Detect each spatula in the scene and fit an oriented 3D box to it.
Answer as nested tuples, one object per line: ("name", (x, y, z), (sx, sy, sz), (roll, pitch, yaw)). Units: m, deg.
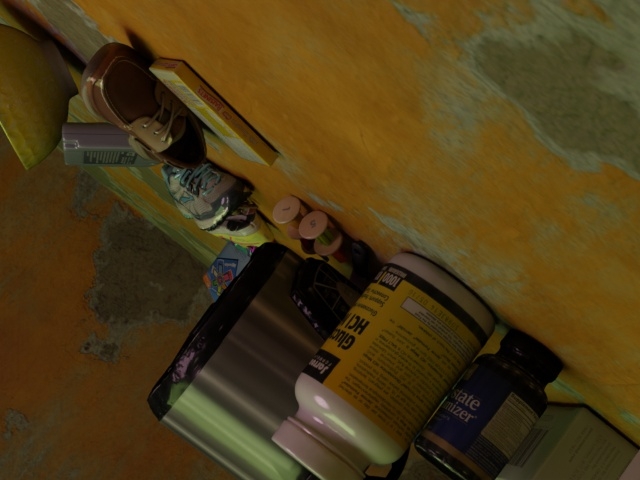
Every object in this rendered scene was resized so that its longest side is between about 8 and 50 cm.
("spatula", (0.076, 0.056, 1.987), (0.084, 0.030, 0.296), (35, 169, 15))

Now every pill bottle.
("pill bottle", (0.242, 0.239, 1.656), (0.123, 0.219, 0.123), (37, 170, 8))
("pill bottle", (0.085, 0.197, 1.691), (0.188, 0.334, 0.188), (37, 169, 8))

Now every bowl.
("bowl", (-0.546, -0.292, 2.179), (0.289, 0.156, 0.289), (59, 170, 18))

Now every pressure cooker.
("pressure cooker", (-0.029, 0.251, 1.955), (0.420, 0.370, 0.375), (38, 161, -2))

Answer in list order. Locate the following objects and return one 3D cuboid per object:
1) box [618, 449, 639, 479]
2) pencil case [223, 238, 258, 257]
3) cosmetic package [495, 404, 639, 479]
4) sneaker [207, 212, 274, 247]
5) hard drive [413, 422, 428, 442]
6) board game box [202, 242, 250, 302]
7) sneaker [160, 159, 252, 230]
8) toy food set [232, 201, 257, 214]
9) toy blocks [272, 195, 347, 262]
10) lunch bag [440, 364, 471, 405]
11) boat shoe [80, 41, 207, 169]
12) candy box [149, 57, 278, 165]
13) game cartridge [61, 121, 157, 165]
("box", (0.542, 0.405, 1.482), (0.345, 0.168, 0.215), (45, 168, -35))
("pencil case", (-0.168, -0.014, 2.456), (0.152, 0.064, 0.070), (32, -176, 32))
("cosmetic package", (0.511, 0.460, 1.869), (0.453, 0.161, 0.230), (39, 170, -3))
("sneaker", (-0.162, -0.022, 2.352), (0.094, 0.081, 0.208), (41, 170, -28))
("hard drive", (0.043, 0.279, 2.250), (0.210, 0.040, 0.318), (-21, 116, 38))
("board game box", (-0.172, 0.091, 2.499), (0.027, 0.145, 0.281), (31, -168, -30))
("sneaker", (-0.228, -0.099, 2.164), (0.122, 0.110, 0.283), (54, 161, -21))
("toy food set", (-0.162, -0.062, 2.245), (0.078, 0.019, 0.122), (-1, -171, -18))
("toy blocks", (0.000, 0.000, 1.930), (0.123, 0.054, 0.148), (30, 167, 42))
("lunch bag", (0.184, 0.220, 2.186), (0.219, 0.090, 0.176), (28, 161, 44))
("boat shoe", (-0.257, -0.200, 1.802), (0.116, 0.123, 0.324), (27, 173, 21))
("candy box", (-0.156, -0.187, 1.711), (0.206, 0.027, 0.105), (44, 171, -28))
("game cartridge", (-0.382, -0.178, 2.194), (0.198, 0.062, 0.297), (-4, 178, -12))
